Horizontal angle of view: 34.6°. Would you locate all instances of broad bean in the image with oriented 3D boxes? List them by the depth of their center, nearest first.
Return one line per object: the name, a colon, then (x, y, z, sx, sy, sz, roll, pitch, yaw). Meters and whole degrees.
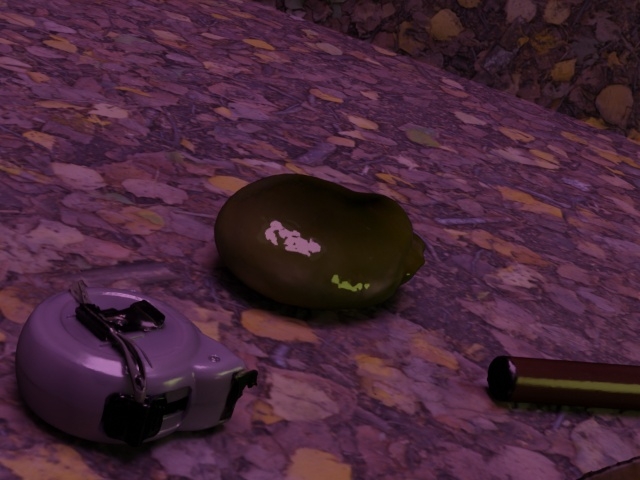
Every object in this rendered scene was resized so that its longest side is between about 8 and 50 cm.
broad bean: (0.000, 0.001, 1.318, 0.291, 0.119, 0.238, -4, 40, -36)

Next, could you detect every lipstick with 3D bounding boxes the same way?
lipstick: (0.365, 0.178, 1.246, 0.357, 0.057, 0.057, 7, 25, -22)

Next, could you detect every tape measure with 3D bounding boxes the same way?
tape measure: (-0.185, 0.108, 0.953, 0.196, 0.105, 0.178, 30, 26, 26)

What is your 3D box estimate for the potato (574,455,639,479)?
potato: (0.344, 0.257, 0.961, 0.202, 0.182, 0.117, 9, 55, -40)
